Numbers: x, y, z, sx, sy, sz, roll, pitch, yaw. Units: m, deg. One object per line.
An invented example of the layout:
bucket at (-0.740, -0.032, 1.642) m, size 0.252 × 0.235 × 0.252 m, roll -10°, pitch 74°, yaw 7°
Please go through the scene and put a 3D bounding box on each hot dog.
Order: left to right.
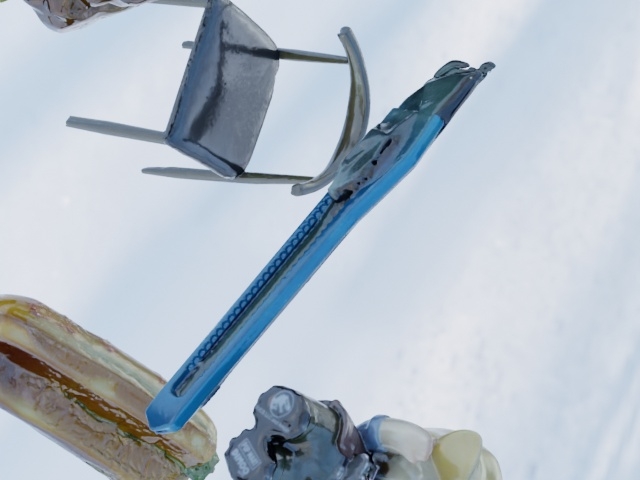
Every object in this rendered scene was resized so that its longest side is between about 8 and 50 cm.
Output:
hot dog at (-0.185, 0.126, 1.581) m, size 0.104 × 0.250 × 0.076 m, roll -47°, pitch -153°, yaw 22°

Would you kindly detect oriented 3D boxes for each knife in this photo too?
knife at (-0.001, -0.001, 1.138) m, size 0.296 × 0.044 × 0.026 m, roll -50°, pitch 132°, yaw -13°

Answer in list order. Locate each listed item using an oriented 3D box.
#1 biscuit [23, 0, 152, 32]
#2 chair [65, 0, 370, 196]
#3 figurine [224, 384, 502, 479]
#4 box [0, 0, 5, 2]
biscuit at (-0.096, -0.362, 1.255) m, size 0.166 × 0.342 × 0.395 m, roll -33°, pitch 107°, yaw -60°
chair at (-0.102, -0.156, 2.050) m, size 0.166 × 0.272 × 0.188 m, roll 32°, pitch 71°, yaw -56°
figurine at (0.029, 0.141, 1.104) m, size 0.196 × 0.108 × 0.114 m, roll 40°, pitch 76°, yaw -49°
box at (-0.331, -0.220, 1.556) m, size 0.279 × 0.041 × 0.153 m, roll -23°, pitch 158°, yaw -17°
